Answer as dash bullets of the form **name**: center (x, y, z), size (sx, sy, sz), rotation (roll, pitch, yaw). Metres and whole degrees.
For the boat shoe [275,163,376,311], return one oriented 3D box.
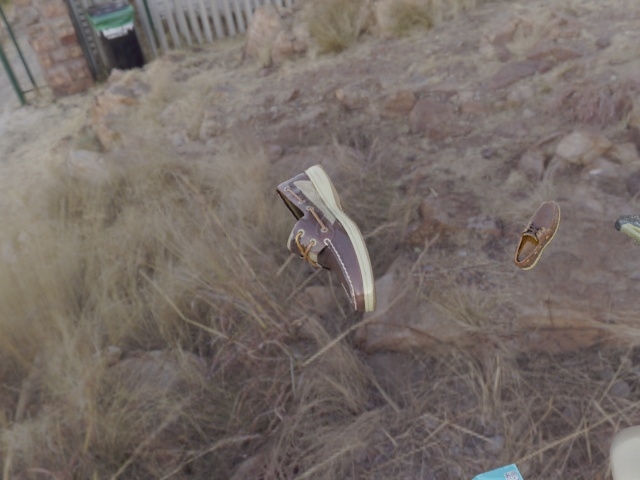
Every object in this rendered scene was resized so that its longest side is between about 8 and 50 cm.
- **boat shoe**: center (0.000, 0.000, 1.075), size (0.123, 0.123, 0.342), rotation (-18, 53, -8)

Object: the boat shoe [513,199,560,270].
- **boat shoe**: center (0.510, -0.013, 1.391), size (0.064, 0.178, 0.060), rotation (29, 7, 37)

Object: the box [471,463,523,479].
- **box**: center (0.328, 0.555, 1.243), size (0.100, 0.244, 0.060), rotation (-6, 52, -23)

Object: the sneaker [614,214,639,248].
- **sneaker**: center (0.701, 0.120, 1.129), size (0.182, 0.410, 0.158), rotation (-48, 1, 19)

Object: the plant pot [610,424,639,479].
- **plant pot**: center (0.861, 0.553, 1.379), size (0.284, 0.191, 0.284), rotation (16, 51, -21)
